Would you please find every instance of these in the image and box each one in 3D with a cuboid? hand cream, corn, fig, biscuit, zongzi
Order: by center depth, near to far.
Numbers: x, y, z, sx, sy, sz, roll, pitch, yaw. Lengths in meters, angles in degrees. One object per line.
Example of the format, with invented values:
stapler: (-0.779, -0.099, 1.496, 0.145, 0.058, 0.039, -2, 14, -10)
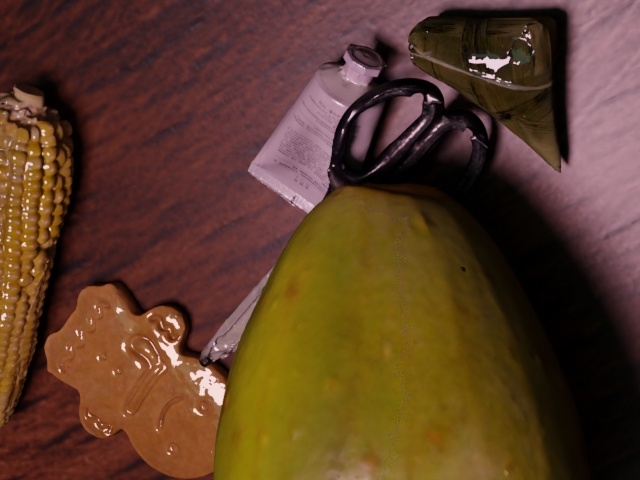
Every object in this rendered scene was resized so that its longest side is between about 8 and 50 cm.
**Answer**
fig: (0.055, 0.120, 1.208, 0.258, 0.258, 0.326, -6, 81, 23)
zongzi: (0.115, -0.101, 1.234, 0.104, 0.052, 0.113, 5, 117, 28)
hand cream: (0.006, -0.080, 1.286, 0.084, 0.053, 0.142, 36, 128, 11)
corn: (-0.249, 0.018, 1.391, 0.086, 0.086, 0.288, 20, 110, 17)
biscuit: (-0.138, 0.117, 1.399, 0.133, 0.027, 0.184, -40, 86, 24)

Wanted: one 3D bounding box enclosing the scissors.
scissors: (0.000, 0.000, 1.294, 0.109, 0.022, 0.300, 33, 118, -21)
